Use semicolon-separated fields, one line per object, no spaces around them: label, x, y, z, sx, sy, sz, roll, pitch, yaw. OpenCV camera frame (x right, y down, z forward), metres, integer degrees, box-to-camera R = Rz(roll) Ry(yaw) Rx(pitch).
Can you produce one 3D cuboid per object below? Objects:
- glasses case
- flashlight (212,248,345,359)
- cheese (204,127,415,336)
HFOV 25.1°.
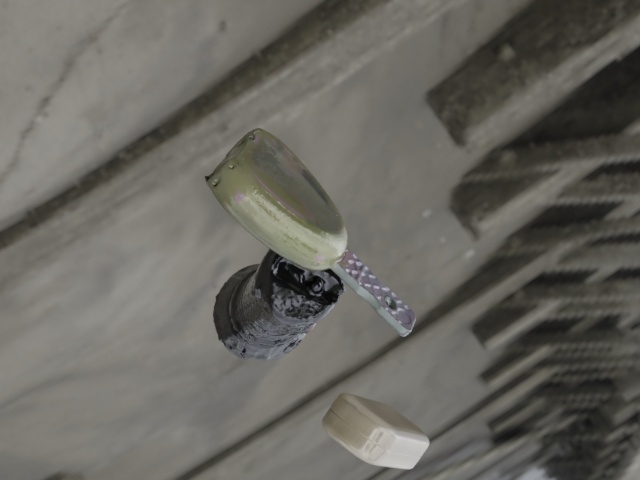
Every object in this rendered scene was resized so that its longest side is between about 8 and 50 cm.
glasses case;0.062;0.210;1.575;0.050;0.083;0.196;-56;158;1
flashlight;-0.032;0.050;1.208;0.093;0.093;0.232;-27;178;-16
cheese;0.000;0.000;1.068;0.037;0.192;0.097;-40;-169;30
